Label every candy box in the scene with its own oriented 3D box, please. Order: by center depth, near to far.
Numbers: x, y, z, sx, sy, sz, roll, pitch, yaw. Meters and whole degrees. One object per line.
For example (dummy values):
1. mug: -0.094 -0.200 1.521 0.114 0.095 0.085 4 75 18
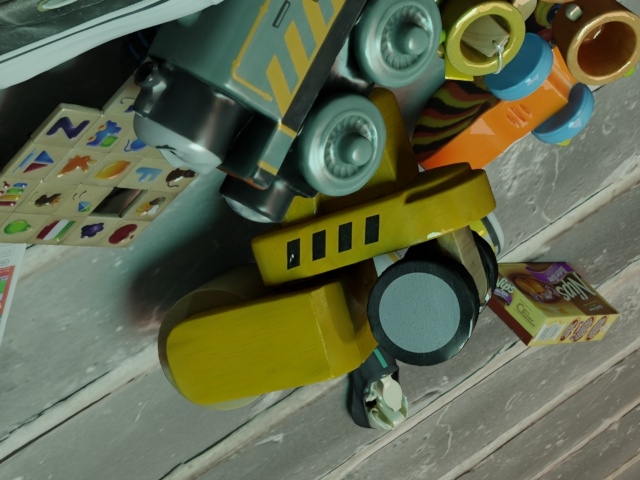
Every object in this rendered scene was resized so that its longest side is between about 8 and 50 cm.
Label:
1. candy box: 0.294 0.081 1.781 0.186 0.109 0.053 0 129 -48

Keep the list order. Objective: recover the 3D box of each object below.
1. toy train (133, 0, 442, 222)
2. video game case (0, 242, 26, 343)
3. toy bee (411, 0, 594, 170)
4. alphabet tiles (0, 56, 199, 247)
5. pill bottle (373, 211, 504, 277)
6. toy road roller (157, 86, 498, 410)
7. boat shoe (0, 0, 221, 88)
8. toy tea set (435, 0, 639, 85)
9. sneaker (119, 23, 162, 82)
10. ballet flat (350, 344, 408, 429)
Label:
1. toy train: -0.008 -0.181 0.982 0.190 0.142 0.334 28 90 -41
2. video game case: -0.331 0.039 1.097 0.201 0.023 0.183 -14 139 -41
3. toy bee: 0.223 -0.175 1.362 0.298 0.162 0.195 -15 134 12
4. alphabet tiles: -0.153 -0.070 1.084 0.237 0.009 0.198 -43 155 27
5. pill bottle: 0.100 0.020 1.489 0.184 0.103 0.103 -36 149 -11
6. toy road roller: 0.000 0.000 1.273 0.329 0.241 0.202 -16 -175 16
7. boat shoe: -0.146 -0.185 0.836 0.335 0.121 0.119 -27 160 27
8. toy tea set: 0.256 -0.191 1.113 0.336 0.124 0.200 1 128 -22
9. sneaker: -0.072 -0.171 1.091 0.190 0.071 0.083 -38 155 -7
10. ballet flat: 0.074 0.195 1.709 0.074 0.074 0.203 -33 148 -17
